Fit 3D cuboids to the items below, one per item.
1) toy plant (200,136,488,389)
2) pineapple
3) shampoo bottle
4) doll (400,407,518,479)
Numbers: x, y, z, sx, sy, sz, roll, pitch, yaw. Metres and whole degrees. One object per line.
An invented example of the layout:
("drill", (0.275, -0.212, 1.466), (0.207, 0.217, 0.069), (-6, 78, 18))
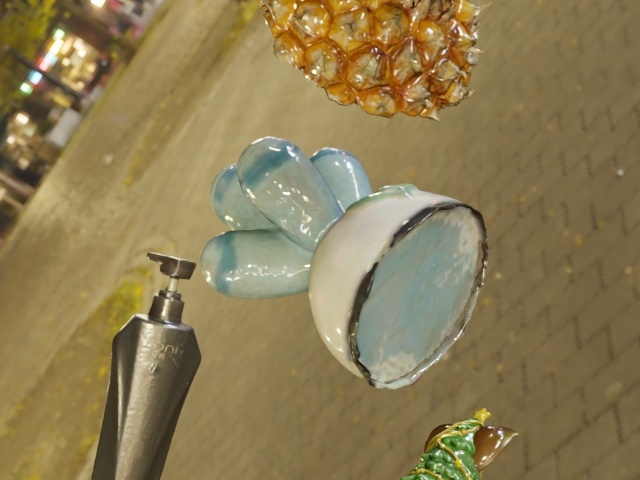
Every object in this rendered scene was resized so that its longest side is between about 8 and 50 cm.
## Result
("toy plant", (0.000, 0.000, 1.467), (0.332, 0.247, 0.247), (29, 86, 35))
("pineapple", (0.091, -0.292, 1.205), (0.271, 0.263, 0.262), (120, 173, -46))
("shampoo bottle", (-0.091, 0.076, 0.667), (0.027, 0.048, 0.137), (-173, 97, -76))
("doll", (0.102, 0.174, 1.004), (0.078, 0.077, 0.113), (-5, 57, 42))
